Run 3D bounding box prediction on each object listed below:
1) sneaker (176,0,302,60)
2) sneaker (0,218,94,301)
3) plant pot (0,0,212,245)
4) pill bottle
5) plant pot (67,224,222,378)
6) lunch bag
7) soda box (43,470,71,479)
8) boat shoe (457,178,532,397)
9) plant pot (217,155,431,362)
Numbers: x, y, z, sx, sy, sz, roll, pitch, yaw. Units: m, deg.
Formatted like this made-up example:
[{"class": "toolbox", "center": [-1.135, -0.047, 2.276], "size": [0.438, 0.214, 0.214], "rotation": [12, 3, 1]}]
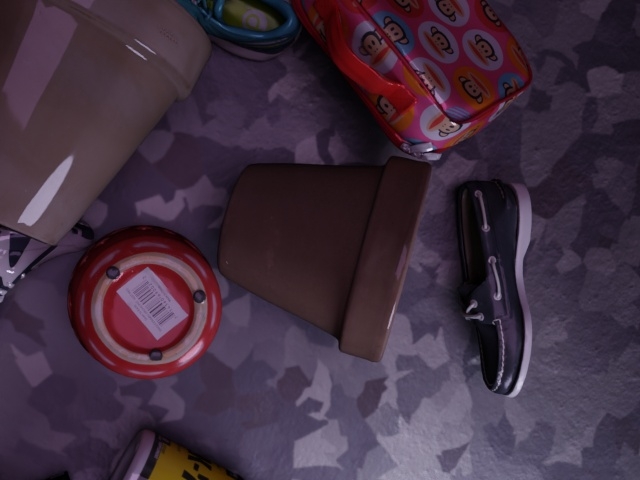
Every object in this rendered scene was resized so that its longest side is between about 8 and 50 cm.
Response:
[{"class": "sneaker", "center": [-0.154, -0.309, 1.127], "size": [0.275, 0.110, 0.107], "rotation": [11, 89, -13]}, {"class": "sneaker", "center": [-0.399, 0.047, 1.093], "size": [0.235, 0.094, 0.153], "rotation": [-10, 118, -37]}, {"class": "plant pot", "center": [-0.319, -0.155, 0.973], "size": [0.323, 0.323, 0.280], "rotation": [24, 82, -13]}, {"class": "pill bottle", "center": [-0.163, 0.338, 1.137], "size": [0.208, 0.119, 0.119], "rotation": [31, 84, -13]}, {"class": "plant pot", "center": [-0.217, 0.078, 1.091], "size": [0.191, 0.174, 0.191], "rotation": [-1, 93, -12]}, {"class": "lunch bag", "center": [0.109, -0.253, 1.121], "size": [0.258, 0.120, 0.293], "rotation": [-32, 84, -42]}, {"class": "soda box", "center": [-0.390, 0.353, 1.115], "size": [0.169, 0.053, 0.060], "rotation": [-19, 97, -12]}, {"class": "boat shoe", "center": [0.232, 0.065, 1.237], "size": [0.091, 0.114, 0.302], "rotation": [3, 79, -15]}, {"class": "plant pot", "center": [0.000, 0.000, 1.124], "size": [0.229, 0.263, 0.263], "rotation": [15, 88, 5]}]
